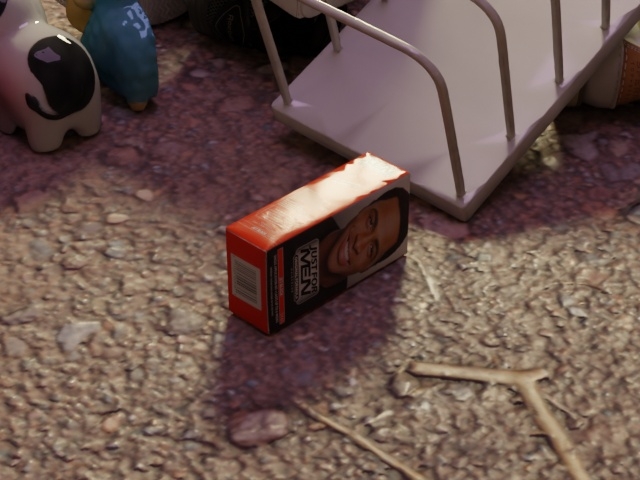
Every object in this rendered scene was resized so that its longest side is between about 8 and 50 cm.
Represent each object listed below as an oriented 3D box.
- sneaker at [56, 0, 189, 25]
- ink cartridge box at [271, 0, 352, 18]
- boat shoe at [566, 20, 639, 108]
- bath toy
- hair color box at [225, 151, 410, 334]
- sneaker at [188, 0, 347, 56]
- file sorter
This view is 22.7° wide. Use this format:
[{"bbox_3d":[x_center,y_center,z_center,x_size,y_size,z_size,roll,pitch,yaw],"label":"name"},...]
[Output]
[{"bbox_3d":[-0.153,-0.278,1.491,0.268,0.101,0.153,-13,36,-29],"label":"sneaker"},{"bbox_3d":[-0.029,-0.293,1.359,0.160,0.092,0.219,-27,49,-35],"label":"ink cartridge box"},{"bbox_3d":[0.260,-0.217,1.400,0.103,0.113,0.302,6,45,6],"label":"boat shoe"},{"bbox_3d":[-0.292,-0.126,1.238,0.348,0.129,0.151,-29,44,-35],"label":"bath toy"},{"bbox_3d":[0.000,0.000,1.104,0.043,0.072,0.141,28,44,35],"label":"hair color box"},{"bbox_3d":[0.004,-0.230,1.432,0.130,0.087,0.227,30,47,33],"label":"sneaker"},{"bbox_3d":[0.108,-0.198,1.215,0.193,0.173,0.277,30,66,28],"label":"file sorter"}]
